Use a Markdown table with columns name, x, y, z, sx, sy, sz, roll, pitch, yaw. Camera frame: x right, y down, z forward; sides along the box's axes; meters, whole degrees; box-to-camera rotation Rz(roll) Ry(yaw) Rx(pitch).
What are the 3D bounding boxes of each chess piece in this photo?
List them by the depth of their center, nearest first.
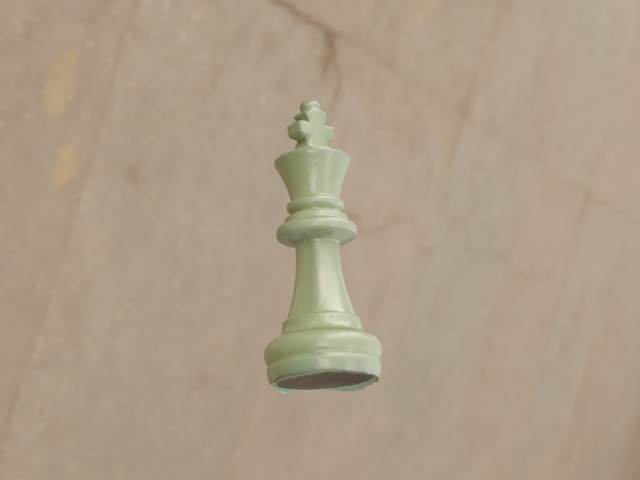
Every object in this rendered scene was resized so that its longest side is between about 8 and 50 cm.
| name | x | y | z | sx | sy | sz | roll | pitch | yaw |
| --- | --- | --- | --- | --- | --- | --- | --- | --- | --- |
| chess piece | 0.000 | 0.000 | 0.948 | 0.059 | 0.059 | 0.149 | 50 | 37 | -69 |
